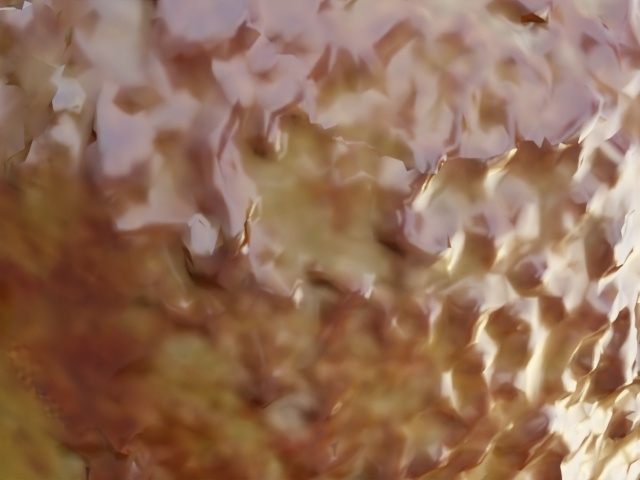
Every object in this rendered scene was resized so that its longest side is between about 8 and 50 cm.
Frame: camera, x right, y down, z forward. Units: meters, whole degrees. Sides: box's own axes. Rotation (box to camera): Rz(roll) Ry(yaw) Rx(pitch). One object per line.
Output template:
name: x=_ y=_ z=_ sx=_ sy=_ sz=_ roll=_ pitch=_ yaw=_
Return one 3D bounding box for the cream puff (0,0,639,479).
cream puff: x=0.000 y=-0.002 z=0.472 sx=0.229 sy=0.350 sz=0.350 roll=27 pitch=1 yaw=-13
